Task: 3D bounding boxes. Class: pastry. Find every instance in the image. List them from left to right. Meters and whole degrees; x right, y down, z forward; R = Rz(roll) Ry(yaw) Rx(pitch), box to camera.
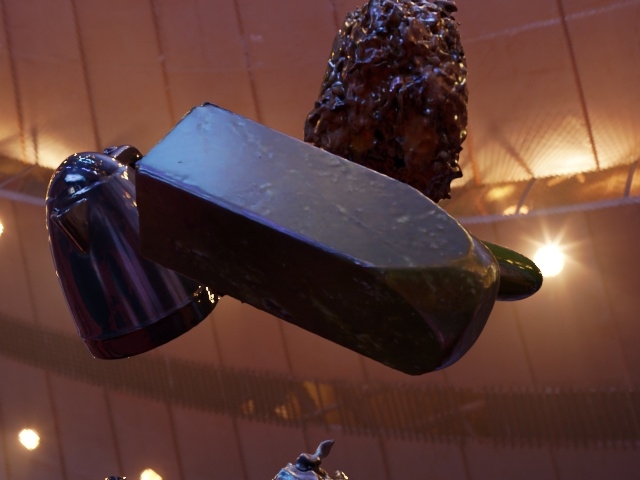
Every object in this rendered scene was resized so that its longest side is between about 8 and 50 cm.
[{"bbox_3d":[0.074,-0.164,1.062,0.193,0.274,0.274,0,-60,3],"label":"pastry"}]

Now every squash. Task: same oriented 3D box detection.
[{"bbox_3d":[0.182,0.027,1.210,0.293,0.082,0.082,19,-47,-27],"label":"squash"}]

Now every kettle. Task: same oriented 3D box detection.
[{"bbox_3d":[-0.272,-0.008,1.267,0.207,0.251,0.271,0,-61,49],"label":"kettle"}]

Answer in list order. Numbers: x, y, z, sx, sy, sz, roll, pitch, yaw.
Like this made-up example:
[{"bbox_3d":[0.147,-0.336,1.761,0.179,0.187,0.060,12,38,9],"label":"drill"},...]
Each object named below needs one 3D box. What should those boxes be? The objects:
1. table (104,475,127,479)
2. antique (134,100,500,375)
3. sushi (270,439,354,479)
[{"bbox_3d":[-0.273,0.344,0.676,0.317,0.249,0.317,-9,-101,59],"label":"table"},{"bbox_3d":[0.000,0.000,0.549,0.221,0.081,0.080,22,-43,14],"label":"antique"},{"bbox_3d":[0.023,0.479,1.227,0.294,0.281,0.299,29,-34,27],"label":"sushi"}]
